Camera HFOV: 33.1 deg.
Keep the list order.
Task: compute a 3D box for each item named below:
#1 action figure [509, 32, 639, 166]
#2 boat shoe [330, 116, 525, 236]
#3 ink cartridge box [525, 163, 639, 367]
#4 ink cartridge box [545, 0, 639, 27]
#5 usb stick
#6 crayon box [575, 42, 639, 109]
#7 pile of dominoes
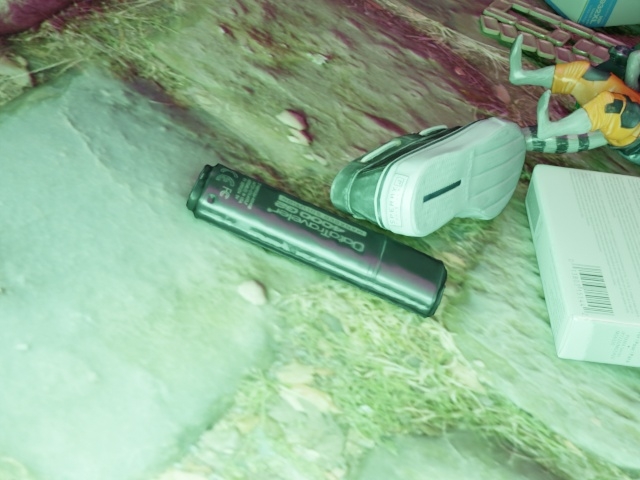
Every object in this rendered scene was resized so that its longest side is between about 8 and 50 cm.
[{"bbox_3d":[0.402,-0.168,1.429,0.330,0.179,0.341,15,17,-11],"label":"action figure"},{"bbox_3d":[0.130,-0.085,1.224,0.119,0.121,0.335,17,17,29],"label":"boat shoe"},{"bbox_3d":[0.383,0.027,1.230,0.261,0.066,0.296,6,37,-2],"label":"ink cartridge box"},{"bbox_3d":[0.544,-0.507,1.985,0.307,0.129,0.223,-10,46,-28],"label":"ink cartridge box"},{"bbox_3d":[0.000,0.000,1.098,0.278,0.045,0.077,24,42,-3],"label":"usb stick"},{"bbox_3d":[0.536,-0.172,1.583,0.165,0.081,0.278,-29,59,-27],"label":"crayon box"},{"bbox_3d":[0.380,-0.322,1.779,0.251,0.040,0.196,26,35,15],"label":"pile of dominoes"}]
